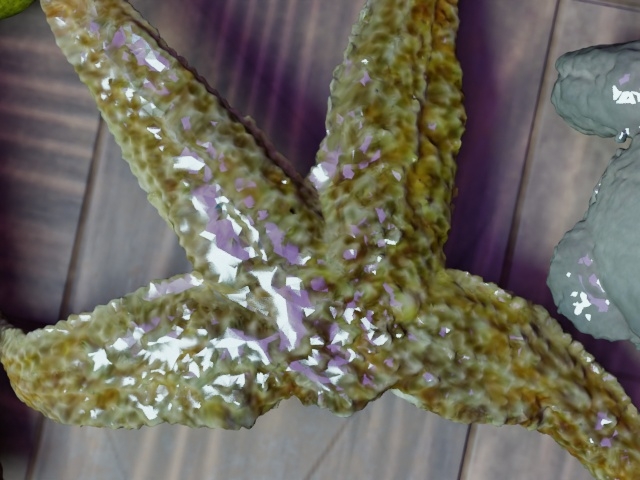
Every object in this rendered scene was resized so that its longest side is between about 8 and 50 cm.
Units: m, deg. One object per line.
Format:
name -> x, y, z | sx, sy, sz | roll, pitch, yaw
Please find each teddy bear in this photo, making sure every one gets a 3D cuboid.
teddy bear -> 0.235, -0.055, 0.965 | 0.236, 0.151, 0.267 | 10, 89, 10

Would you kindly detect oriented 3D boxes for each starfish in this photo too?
starfish -> -0.003, 0.000, 1.018 | 0.398, 0.132, 0.383 | -7, 83, 4

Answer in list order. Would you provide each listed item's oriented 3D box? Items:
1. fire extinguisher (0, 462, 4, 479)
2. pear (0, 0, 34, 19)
fire extinguisher -> -0.238, -0.012, 0.997 | 0.106, 0.147, 0.337 | 8, 114, 39
pear -> -0.214, -0.178, 1.056 | 0.131, 0.107, 0.107 | 12, 90, 0
